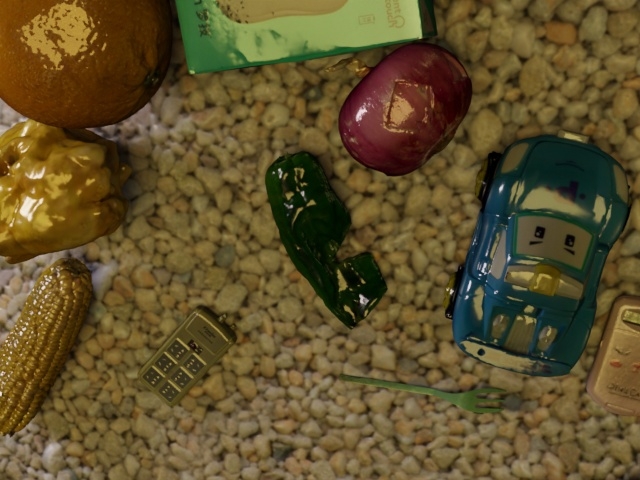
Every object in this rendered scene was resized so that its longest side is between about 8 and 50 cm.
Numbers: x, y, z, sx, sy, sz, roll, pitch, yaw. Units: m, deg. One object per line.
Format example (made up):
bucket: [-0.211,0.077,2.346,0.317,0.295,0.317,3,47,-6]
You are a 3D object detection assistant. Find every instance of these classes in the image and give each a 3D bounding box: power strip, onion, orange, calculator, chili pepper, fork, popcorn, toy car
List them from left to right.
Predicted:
popcorn: [-0.364,-0.075,1.315,0.254,0.191,0.190,-17,90,20]
orange: [-0.303,-0.263,1.219,0.264,0.264,0.264,3,105,10]
power strip: [-0.190,0.163,1.425,0.076,0.028,0.169,42,108,-1]
chili pepper: [0.001,-0.001,1.323,0.099,0.083,0.253,-28,101,7]
onion: [0.102,-0.163,1.209,0.177,0.177,0.153,-34,64,17]
fork: [0.140,0.213,1.381,0.235,0.021,0.039,6,102,9]
toy car: [0.273,0.020,1.236,0.198,0.166,0.314,15,106,3]
calculator: [0.418,0.150,1.307,0.100,0.032,0.175,15,106,7]

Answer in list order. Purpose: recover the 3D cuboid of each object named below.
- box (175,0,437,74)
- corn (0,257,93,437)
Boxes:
box: [-0.024,-0.326,1.222,0.311,0.118,0.205,-6,104,12]
corn: [-0.410,0.150,1.425,0.101,0.101,0.291,29,109,2]
